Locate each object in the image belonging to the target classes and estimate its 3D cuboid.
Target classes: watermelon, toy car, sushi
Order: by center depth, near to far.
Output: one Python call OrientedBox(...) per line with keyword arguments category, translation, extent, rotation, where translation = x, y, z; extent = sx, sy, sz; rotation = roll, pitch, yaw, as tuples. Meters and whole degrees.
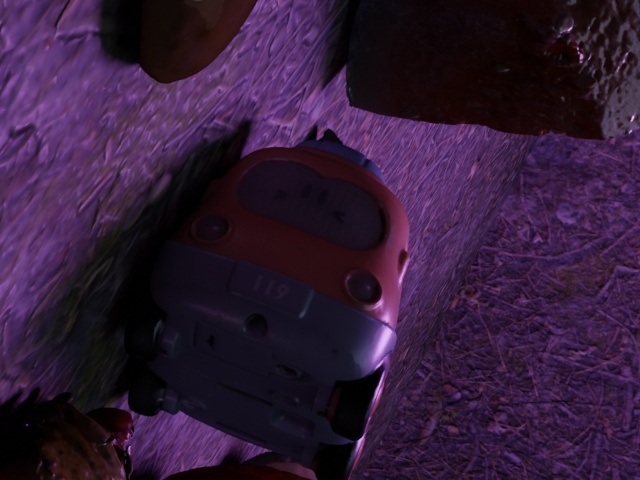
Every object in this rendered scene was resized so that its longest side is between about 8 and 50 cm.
OrientedBox(category="sushi", translation=(-0.170, 0.161, 0.922), extent=(0.103, 0.097, 0.226), rotation=(-61, 169, 24))
OrientedBox(category="toy car", translation=(-0.023, 0.040, 1.130), extent=(0.270, 0.180, 0.212), rotation=(100, 12, -65))
OrientedBox(category="watermelon", translation=(0.162, -0.164, 1.201), extent=(0.140, 0.257, 0.193), rotation=(-52, 160, -41))

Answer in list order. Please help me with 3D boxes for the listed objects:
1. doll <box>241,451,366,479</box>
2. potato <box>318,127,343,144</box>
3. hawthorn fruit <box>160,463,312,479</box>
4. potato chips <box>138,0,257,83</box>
OrientedBox(category="doll", translation=(-0.037, 0.382, 1.869), extent=(0.247, 0.247, 0.349), rotation=(-58, 179, -14))
OrientedBox(category="potato", translation=(0.000, 0.000, 1.335), extent=(0.172, 0.100, 0.089), rotation=(-63, 175, -3))
OrientedBox(category="hawthorn fruit", translation=(-0.058, 0.411, 1.387), extent=(0.403, 0.403, 0.403), rotation=(-57, 170, -16))
OrientedBox(category="potato chips", translation=(-0.036, -0.171, 0.789), extent=(0.150, 0.049, 0.201), rotation=(-13, 126, -84))
